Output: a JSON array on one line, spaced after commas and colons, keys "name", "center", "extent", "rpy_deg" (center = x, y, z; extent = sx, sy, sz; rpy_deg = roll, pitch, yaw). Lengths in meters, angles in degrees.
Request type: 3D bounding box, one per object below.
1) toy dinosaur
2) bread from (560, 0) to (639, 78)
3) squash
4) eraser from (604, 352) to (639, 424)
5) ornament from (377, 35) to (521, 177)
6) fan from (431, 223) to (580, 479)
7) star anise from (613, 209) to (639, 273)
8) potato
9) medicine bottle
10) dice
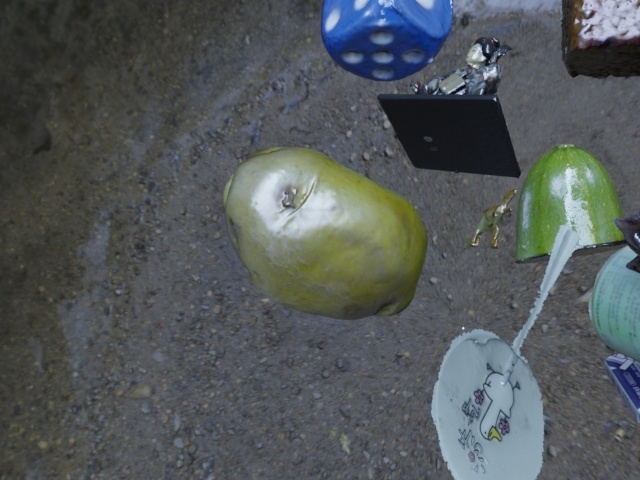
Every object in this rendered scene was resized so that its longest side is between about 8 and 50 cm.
[{"name": "toy dinosaur", "center": [0.348, -0.039, 1.159], "extent": [0.039, 0.162, 0.126], "rpy_deg": [24, 80, -8]}, {"name": "bread", "center": [0.487, -0.270, 0.604], "extent": [0.416, 0.113, 0.165], "rpy_deg": [4, 90, 16]}, {"name": "squash", "center": [0.676, -0.106, 1.566], "extent": [0.310, 0.310, 0.309], "rpy_deg": [-12, 81, 12]}, {"name": "eraser", "center": [0.772, 0.352, 1.295], "extent": [0.124, 0.068, 0.210], "rpy_deg": [-18, 34, 7]}, {"name": "ornament", "center": [0.192, -0.208, 0.730], "extent": [0.166, 0.153, 0.196], "rpy_deg": [11, 66, 34]}, {"name": "fan", "center": [0.252, 0.170, 0.742], "extent": [0.233, 0.012, 0.415], "rpy_deg": [-122, 43, -53]}, {"name": "star anise", "center": [0.531, 0.020, 0.788], "extent": [0.209, 0.231, 0.089], "rpy_deg": [44, 76, -23]}, {"name": "potato", "center": [0.002, -0.004, 0.509], "extent": [0.200, 0.154, 0.137], "rpy_deg": [29, 104, -9]}, {"name": "medicine bottle", "center": [0.685, 0.147, 0.917], "extent": [0.235, 0.406, 0.236], "rpy_deg": [-3, 100, -17]}, {"name": "dice", "center": [0.093, -0.325, 0.793], "extent": [0.146, 0.143, 0.147], "rpy_deg": [-16, 61, 52]}]
